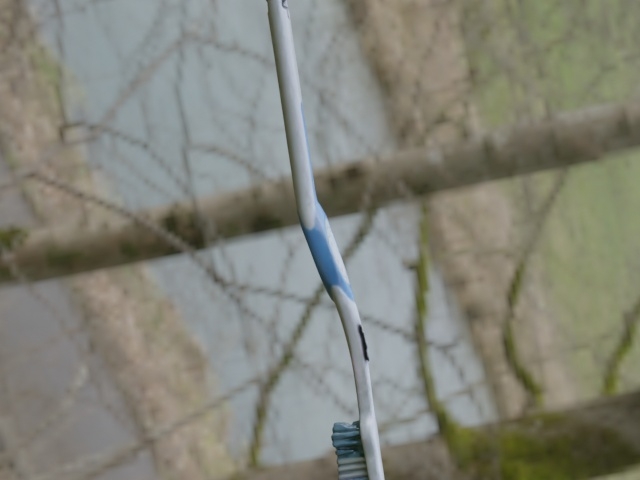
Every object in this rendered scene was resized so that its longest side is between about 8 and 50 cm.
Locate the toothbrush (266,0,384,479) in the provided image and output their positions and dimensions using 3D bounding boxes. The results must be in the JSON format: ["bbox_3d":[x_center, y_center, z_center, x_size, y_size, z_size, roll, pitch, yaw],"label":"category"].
[{"bbox_3d":[0.004,-0.001,1.449,0.040,0.040,0.386,-33,115,-77],"label":"toothbrush"}]
